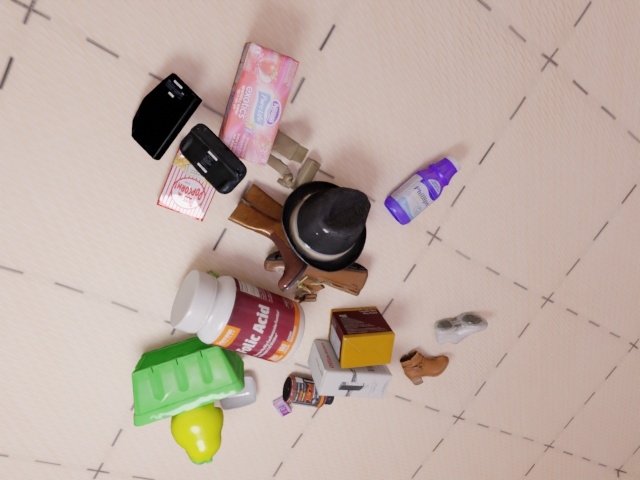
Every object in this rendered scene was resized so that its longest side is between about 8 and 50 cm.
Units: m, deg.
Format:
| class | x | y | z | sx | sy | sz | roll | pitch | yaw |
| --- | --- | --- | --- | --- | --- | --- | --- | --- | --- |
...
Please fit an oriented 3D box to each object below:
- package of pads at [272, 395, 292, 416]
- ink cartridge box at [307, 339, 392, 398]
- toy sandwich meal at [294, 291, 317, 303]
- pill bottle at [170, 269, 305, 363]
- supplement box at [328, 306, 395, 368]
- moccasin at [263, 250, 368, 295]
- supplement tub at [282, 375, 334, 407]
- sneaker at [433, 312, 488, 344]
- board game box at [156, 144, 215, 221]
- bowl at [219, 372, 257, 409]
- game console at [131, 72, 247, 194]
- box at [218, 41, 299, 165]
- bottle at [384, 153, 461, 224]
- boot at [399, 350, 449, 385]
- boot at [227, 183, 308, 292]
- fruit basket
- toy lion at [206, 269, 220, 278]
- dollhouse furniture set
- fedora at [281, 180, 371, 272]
| class | x | y | z | sx | sy | sz | roll | pitch | yaw |
| --- | --- | --- | --- | --- | --- | --- | --- | --- | --- |
| package of pads | -0.155 | 0.673 | 1.743 | 0.050 | 0.032 | 0.083 | -27 | 117 | 0 |
| ink cartridge box | 0.105 | 0.490 | 1.646 | 0.272 | 0.197 | 0.114 | 11 | 109 | -19 |
| toy sandwich meal | -0.053 | 0.210 | 1.554 | 0.085 | 0.029 | 0.086 | -9 | 157 | -4 |
| pill bottle | -0.264 | 0.248 | 1.404 | 0.391 | 0.224 | 0.224 | 26 | 104 | -30 |
| supplement box | 0.147 | 0.355 | 1.601 | 0.191 | 0.194 | 0.129 | -1 | 113 | -15 |
| moccasin | -0.018 | 0.124 | 1.500 | 0.379 | 0.139 | 0.147 | 12 | 100 | -30 |
| supplement tub | -0.045 | 0.603 | 1.705 | 0.197 | 0.106 | 0.106 | 16 | 107 | -22 |
| sneaker | 0.586 | 0.379 | 1.806 | 0.231 | 0.090 | 0.116 | -8 | 121 | -2 |
| board game box | -0.392 | -0.172 | 1.308 | 0.146 | 0.045 | 0.194 | 21 | 106 | -22 |
| bowl | -0.318 | 0.568 | 1.641 | 0.141 | 0.053 | 0.142 | -8 | 115 | -11 |
| game console | -0.356 | -0.265 | 1.167 | 0.361 | 0.044 | 0.213 | 46 | 107 | 7 |
| box | -0.184 | -0.385 | 1.216 | 0.141 | 0.154 | 0.300 | 15 | 107 | -21 |
| bottle | 0.358 | -0.181 | 1.489 | 0.282 | 0.092 | 0.118 | -40 | 116 | 3 |
| boot | 0.441 | 0.516 | 1.824 | 0.197 | 0.073 | 0.153 | -34 | 113 | -2 |
| boot | -0.155 | -0.009 | 1.326 | 0.280 | 0.096 | 0.264 | 31 | 68 | -11 |
| fruit basket | -0.429 | 0.541 | 1.466 | 0.391 | 0.283 | 0.393 | -2 | 98 | -11 |
| toy lion | -0.373 | 0.163 | 1.467 | 0.100 | 0.034 | 0.096 | -47 | 123 | 6 |
| dollhouse furniture set | -0.100 | -0.250 | 1.368 | 0.151 | 0.123 | 0.144 | 11 | 114 | -57 |
| fedora | 0.050 | -0.068 | 1.325 | 0.333 | 0.152 | 0.335 | 14 | 64 | -30 |
